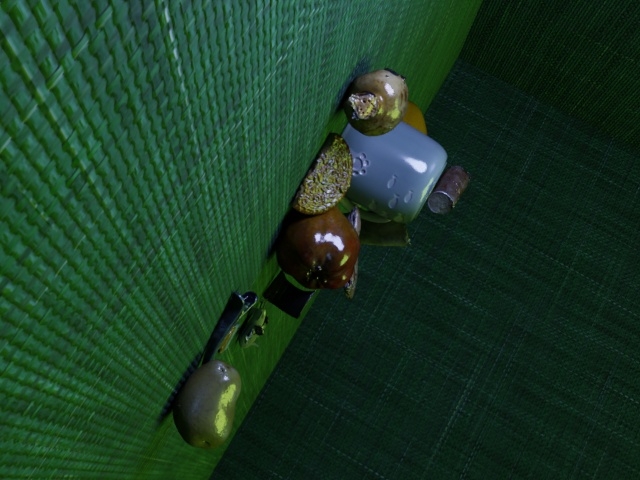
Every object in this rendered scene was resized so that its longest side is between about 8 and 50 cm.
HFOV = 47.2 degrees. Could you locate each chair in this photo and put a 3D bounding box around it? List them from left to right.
[{"bbox_3d":[-0.059,0.091,2.032,0.221,0.140,0.145,-55,170,-8],"label":"chair"}]

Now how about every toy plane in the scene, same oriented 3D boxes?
[{"bbox_3d":[-0.185,0.243,2.034,0.162,0.066,0.171,-71,180,-55],"label":"toy plane"}]

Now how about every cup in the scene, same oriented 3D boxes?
[{"bbox_3d":[0.170,-0.170,2.027,0.259,0.275,0.356,-55,171,-38],"label":"cup"}]

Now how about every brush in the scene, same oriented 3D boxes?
[{"bbox_3d":[-0.248,0.257,1.809,0.082,0.010,0.218,-61,173,8],"label":"brush"}]

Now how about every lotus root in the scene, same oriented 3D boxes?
[{"bbox_3d":[0.133,-0.321,1.669,0.154,0.140,0.257,-57,-178,28],"label":"lotus root"}]

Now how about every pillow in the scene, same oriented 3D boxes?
[{"bbox_3d":[0.082,0.031,2.003,0.135,0.049,0.248,78,15,-78],"label":"pillow"}]

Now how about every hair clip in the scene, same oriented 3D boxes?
[{"bbox_3d":[-0.225,0.211,1.671,0.229,0.039,0.070,-57,155,14],"label":"hair clip"}]

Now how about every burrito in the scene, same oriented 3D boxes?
[{"bbox_3d":[0.132,-0.041,2.240,0.175,0.348,0.107,-47,131,-53],"label":"burrito"}]

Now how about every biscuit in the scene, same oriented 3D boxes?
[{"bbox_3d":[0.021,-0.144,1.738,0.025,0.126,0.206,24,-96,53],"label":"biscuit"}]

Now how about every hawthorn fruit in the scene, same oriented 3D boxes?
[{"bbox_3d":[0.000,0.000,1.839,0.248,0.208,0.208,-81,-170,-46],"label":"hawthorn fruit"}]

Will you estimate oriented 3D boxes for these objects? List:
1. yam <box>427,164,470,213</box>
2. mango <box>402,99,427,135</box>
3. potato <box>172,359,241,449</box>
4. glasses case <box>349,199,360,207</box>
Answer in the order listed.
[{"bbox_3d":[0.340,-0.134,1.936,0.141,0.079,0.079,-52,170,-46],"label":"yam"},{"bbox_3d":[0.229,-0.280,2.293,0.263,0.221,0.377,81,23,-62],"label":"mango"},{"bbox_3d":[-0.249,0.364,1.646,0.193,0.157,0.157,-60,174,9],"label":"potato"},{"bbox_3d":[0.139,-0.207,2.496,0.248,0.087,0.065,-63,179,42],"label":"glasses case"}]
